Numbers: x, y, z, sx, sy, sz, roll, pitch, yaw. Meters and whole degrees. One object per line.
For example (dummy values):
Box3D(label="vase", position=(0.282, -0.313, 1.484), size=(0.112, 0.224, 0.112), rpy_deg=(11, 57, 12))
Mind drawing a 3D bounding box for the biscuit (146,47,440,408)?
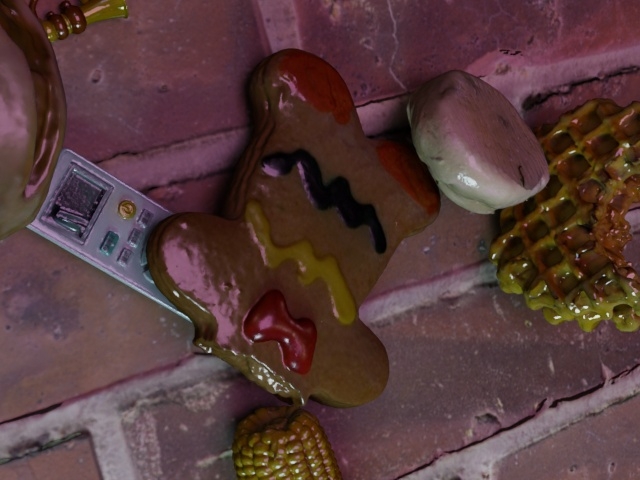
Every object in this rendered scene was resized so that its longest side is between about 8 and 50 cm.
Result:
Box3D(label="biscuit", position=(0.000, 0.000, 1.306), size=(0.368, 0.076, 0.394), rpy_deg=(42, 61, -25))

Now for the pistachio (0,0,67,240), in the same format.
Box3D(label="pistachio", position=(-0.362, -0.131, 1.084), size=(0.166, 0.197, 0.288), rpy_deg=(20, 63, -73))

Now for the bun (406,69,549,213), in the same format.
Box3D(label="bun", position=(0.199, -0.123, 1.407), size=(0.237, 0.116, 0.210), rpy_deg=(-3, 58, -54))

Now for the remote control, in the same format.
Box3D(label="remote control", position=(-0.202, 0.011, 1.234), size=(0.293, 0.051, 0.103), rpy_deg=(34, 67, -26))

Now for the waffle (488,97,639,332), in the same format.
Box3D(label="waffle", position=(0.386, -0.040, 1.460), size=(0.151, 0.261, 0.324), rpy_deg=(32, 77, -49))

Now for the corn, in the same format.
Box3D(label="corn", position=(-0.015, 0.374, 1.312), size=(0.131, 0.131, 0.344), rpy_deg=(-22, 105, -29))

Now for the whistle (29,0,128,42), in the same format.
Box3D(label="whistle", position=(-0.277, -0.261, 1.191), size=(0.109, 0.046, 0.057), rpy_deg=(-25, 118, -22))
